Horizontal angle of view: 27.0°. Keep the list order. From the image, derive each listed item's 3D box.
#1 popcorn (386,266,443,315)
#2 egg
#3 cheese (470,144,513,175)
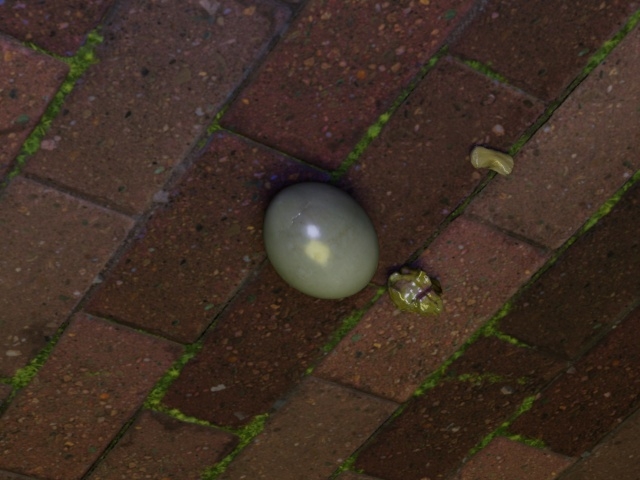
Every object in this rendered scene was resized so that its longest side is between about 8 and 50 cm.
[{"bbox_3d":[0.177,0.099,2.514,0.109,0.089,0.097,11,167,-10],"label":"popcorn"},{"bbox_3d":[0.000,0.000,2.303,0.186,0.186,0.253,-30,130,18],"label":"egg"},{"bbox_3d":[0.299,-0.138,2.329,0.083,0.044,0.030,13,147,-25],"label":"cheese"}]
